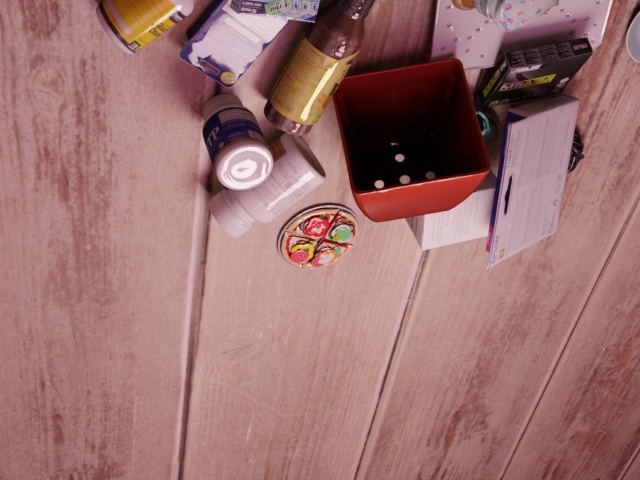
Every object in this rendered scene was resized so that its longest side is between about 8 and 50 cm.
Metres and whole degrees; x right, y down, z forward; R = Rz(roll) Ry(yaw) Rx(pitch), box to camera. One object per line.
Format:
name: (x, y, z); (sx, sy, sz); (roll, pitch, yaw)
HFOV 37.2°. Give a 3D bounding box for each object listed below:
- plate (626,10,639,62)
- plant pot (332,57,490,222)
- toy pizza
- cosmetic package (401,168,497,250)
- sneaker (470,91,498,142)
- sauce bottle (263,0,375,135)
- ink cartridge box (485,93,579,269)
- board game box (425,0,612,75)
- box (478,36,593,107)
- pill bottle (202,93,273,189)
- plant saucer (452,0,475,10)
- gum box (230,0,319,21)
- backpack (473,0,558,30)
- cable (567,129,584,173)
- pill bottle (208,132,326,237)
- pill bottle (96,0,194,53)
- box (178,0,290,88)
plate: (0.747, -0.470, 2.074); (0.188, 0.024, 0.188); (-13, 137, -12)
plant pot: (0.176, -0.175, 1.936); (0.267, 0.267, 0.235); (-10, 155, -1)
toy pizza: (0.000, 0.000, 2.206); (0.201, 0.032, 0.201); (-12, 136, -12)
cosmetic package: (0.292, -0.095, 2.152); (0.184, 0.151, 0.151); (-13, 135, -12)
sneaker: (0.343, -0.253, 2.073); (0.065, 0.076, 0.166); (-38, 135, 16)
sauce bottle: (0.011, -0.358, 1.800); (0.111, 0.111, 0.344); (11, 129, -32)
ink cartridge box: (0.440, -0.135, 2.063); (0.330, 0.071, 0.324); (-21, 123, -47)
board game box: (0.404, -0.523, 1.853); (0.390, 0.050, 0.390); (-12, 136, -13)
box: (0.447, -0.349, 1.992); (0.191, 0.045, 0.184); (-12, 166, -13)
pill bottle: (-0.167, -0.195, 1.827); (0.112, 0.186, 0.112); (-12, 136, -12)
plant saucer: (0.289, -0.471, 1.806); (0.083, 0.015, 0.083); (-12, 136, -12)
gum box: (-0.064, -0.482, 1.659); (0.157, 0.041, 0.184); (-1, 121, -30)
backpack: (0.373, -0.474, 1.759); (0.182, 0.115, 0.152); (-31, 133, -5)
cable: (0.552, -0.200, 2.238); (0.151, 0.047, 0.184); (-23, 137, -1)
pill bottle: (-0.114, -0.111, 1.975); (0.229, 0.131, 0.131); (-36, 136, 13)
pill bottle: (-0.283, -0.409, 1.628); (0.184, 0.103, 0.103); (-33, 136, 10)
box: (-0.147, -0.396, 1.747); (0.136, 0.036, 0.225); (28, 114, -40)
